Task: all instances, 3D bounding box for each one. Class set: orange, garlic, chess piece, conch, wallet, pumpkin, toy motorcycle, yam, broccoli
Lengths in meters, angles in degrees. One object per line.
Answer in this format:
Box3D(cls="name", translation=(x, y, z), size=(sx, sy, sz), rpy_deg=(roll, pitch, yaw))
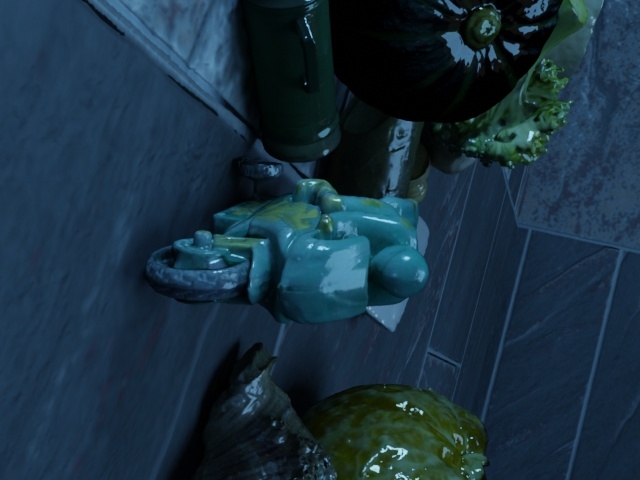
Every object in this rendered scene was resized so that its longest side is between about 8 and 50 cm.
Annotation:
Box3D(cls="orange", translation=(0.044, 0.291, 1.039), size=(0.271, 0.210, 0.369), rpy_deg=(-53, 177, 25))
Box3D(cls="garlic", translation=(0.200, -0.190, 1.336), size=(0.318, 0.112, 0.143), rpy_deg=(-44, 119, -61))
Box3D(cls="chess piece", translation=(0.127, -0.092, 1.267), size=(0.122, 0.066, 0.066), rpy_deg=(64, 43, -69))
Box3D(cls="conch", translation=(-0.064, 0.222, 0.855), size=(0.178, 0.163, 0.245), rpy_deg=(141, -48, -65))
Box3D(cls="wallet", translation=(0.099, 0.030, 1.271), size=(0.124, 0.032, 0.183), rpy_deg=(43, 60, -42))
Box3D(cls="pumpkin", translation=(0.097, -0.250, 0.863), size=(0.248, 0.248, 0.248), rpy_deg=(13, 90, -72))
Box3D(cls="toy motorcycle", translation=(0.001, 0.000, 0.735), size=(0.296, 0.198, 0.109), rpy_deg=(-35, 131, -66))
Box3D(cls="yam", translation=(0.062, -0.104, 0.992), size=(0.106, 0.106, 0.259), rpy_deg=(-9, 111, -71))
Box3D(cls="broccoli", translation=(0.211, -0.227, 1.091), size=(0.247, 0.243, 0.263), rpy_deg=(24, 50, -34))

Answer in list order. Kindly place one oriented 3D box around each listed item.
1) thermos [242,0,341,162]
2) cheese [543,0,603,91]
Box3D(cls="thermos", translation=(-0.026, -0.156, 0.738), size=(0.188, 0.073, 0.083), rpy_deg=(83, 19, -44))
Box3D(cls="cheese", translation=(0.406, -0.434, 1.610), size=(0.332, 0.153, 0.292), rpy_deg=(-77, -179, -55))
